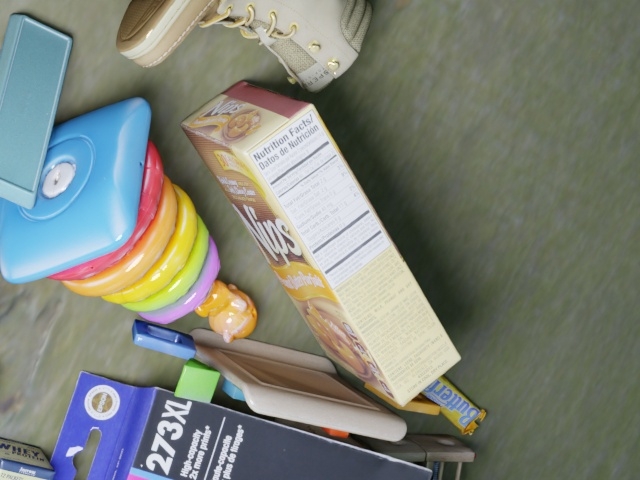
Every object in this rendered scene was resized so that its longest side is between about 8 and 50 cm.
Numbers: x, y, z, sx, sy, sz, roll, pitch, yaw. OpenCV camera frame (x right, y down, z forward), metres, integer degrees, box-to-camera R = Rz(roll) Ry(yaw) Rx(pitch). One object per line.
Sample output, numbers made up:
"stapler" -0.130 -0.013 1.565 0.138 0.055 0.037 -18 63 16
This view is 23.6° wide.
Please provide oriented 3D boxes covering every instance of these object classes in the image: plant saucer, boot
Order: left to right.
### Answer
"plant saucer" -0.271 -0.123 1.410 0.067 0.018 0.192 25 54 -27
"boot" -0.064 -0.210 1.474 0.203 0.095 0.262 52 53 -28

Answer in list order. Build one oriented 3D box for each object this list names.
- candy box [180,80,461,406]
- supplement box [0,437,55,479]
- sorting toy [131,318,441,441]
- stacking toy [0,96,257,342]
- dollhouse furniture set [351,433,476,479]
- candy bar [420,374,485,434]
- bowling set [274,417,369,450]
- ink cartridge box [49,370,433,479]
"candy box" 0.000 0.000 1.529 0.087 0.183 0.316 -38 115 -13
"supplement box" -0.307 0.247 1.505 0.056 0.083 0.083 18 94 -24
"sorting toy" -0.029 0.155 1.547 0.348 0.196 0.047 15 99 -26
"stacking toy" -0.159 0.015 1.495 0.302 0.166 0.175 41 41 -43
"dollhouse furniture set" 0.121 0.299 1.654 0.129 0.184 0.129 3 101 -25
"candy bar" 0.127 0.162 1.718 0.161 0.018 0.040 44 83 -25
"bowling set" -0.049 0.330 1.631 0.287 0.154 0.200 -39 133 -13
"ink cartridge box" -0.090 0.257 1.500 0.371 0.069 0.175 16 76 5
